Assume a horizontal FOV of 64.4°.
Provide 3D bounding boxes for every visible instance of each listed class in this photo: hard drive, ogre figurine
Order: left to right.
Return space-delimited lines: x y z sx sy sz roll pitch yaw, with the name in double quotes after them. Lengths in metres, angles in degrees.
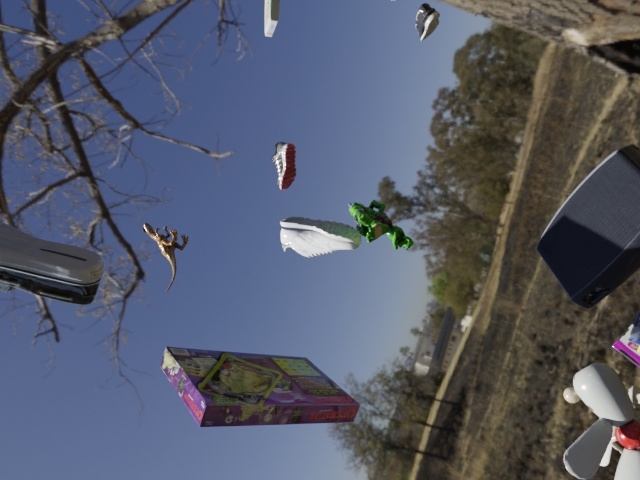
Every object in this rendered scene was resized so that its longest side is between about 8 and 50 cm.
0.146 -0.042 1.291 0.196 0.118 0.097 2 -61 -31 "ogre figurine"
0.481 -0.021 0.871 0.172 0.054 0.255 -106 28 -42 "hard drive"

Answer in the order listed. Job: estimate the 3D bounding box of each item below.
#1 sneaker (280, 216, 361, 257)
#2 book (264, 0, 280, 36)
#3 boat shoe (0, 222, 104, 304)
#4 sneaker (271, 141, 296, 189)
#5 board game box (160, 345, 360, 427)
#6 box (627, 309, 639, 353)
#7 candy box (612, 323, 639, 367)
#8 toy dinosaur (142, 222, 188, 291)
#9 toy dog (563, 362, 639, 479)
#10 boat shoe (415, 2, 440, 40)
0.000 0.000 1.333 0.090 0.235 0.095 -22 -61 -56 "sneaker"
-0.114 -0.558 1.225 0.144 0.035 0.096 -147 61 -77 "book"
-0.601 0.052 0.994 0.121 0.335 0.119 -82 10 -69 "boat shoe"
-0.125 -0.253 1.692 0.063 0.074 0.171 -25 -46 -38 "sneaker"
-0.113 0.284 0.992 0.346 0.208 0.056 15 -86 -38 "board game box"
0.696 0.190 0.965 0.109 0.178 0.042 -56 -36 -18 "box"
0.767 0.279 1.147 0.071 0.159 0.233 -52 -38 10 "candy box"
-0.430 0.029 1.451 0.112 0.212 0.064 -39 -18 18 "toy dinosaur"
0.476 0.389 0.825 0.220 0.161 0.334 33 -140 -37 "toy dog"
0.208 -0.434 1.012 0.046 0.038 0.125 -45 -2 12 "boat shoe"
